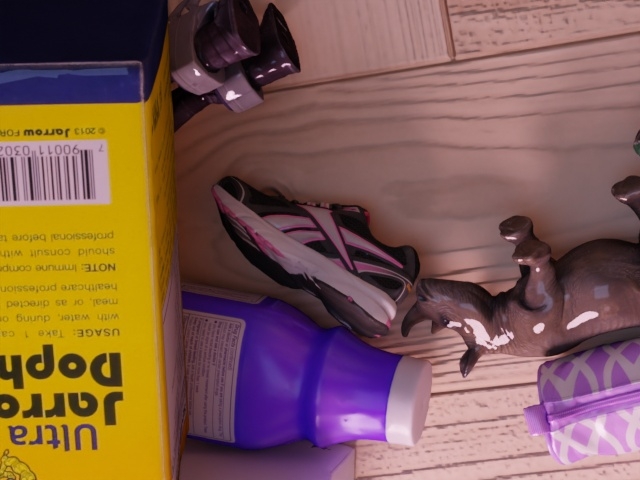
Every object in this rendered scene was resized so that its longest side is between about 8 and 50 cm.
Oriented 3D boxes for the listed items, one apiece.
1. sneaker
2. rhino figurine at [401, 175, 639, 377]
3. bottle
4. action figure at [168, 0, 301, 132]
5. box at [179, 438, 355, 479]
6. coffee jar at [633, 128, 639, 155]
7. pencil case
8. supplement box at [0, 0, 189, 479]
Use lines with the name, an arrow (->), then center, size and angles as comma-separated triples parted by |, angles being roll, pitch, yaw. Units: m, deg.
sneaker -> 0.000, 0.000, 1.493 | 0.178, 0.072, 0.077 | 36, 70, 18
rhino figurine -> 0.169, 0.036, 1.437 | 0.243, 0.073, 0.106 | -19, 118, 20
bottle -> -0.058, 0.099, 1.509 | 0.282, 0.092, 0.118 | 9, 104, 14
action figure -> -0.154, -0.085, 1.465 | 0.285, 0.185, 0.099 | -31, 52, 14
box -> -0.082, 0.225, 1.495 | 0.181, 0.181, 0.119 | 5, 102, 15
coffee jar -> 0.312, -0.045, 1.369 | 0.184, 0.096, 0.079 | 35, 106, 7
pencil case -> 0.256, 0.105, 1.422 | 0.206, 0.088, 0.086 | -17, 94, 20
supplement box -> -0.197, 0.021, 1.331 | 0.195, 0.194, 0.357 | -1, 112, 0
